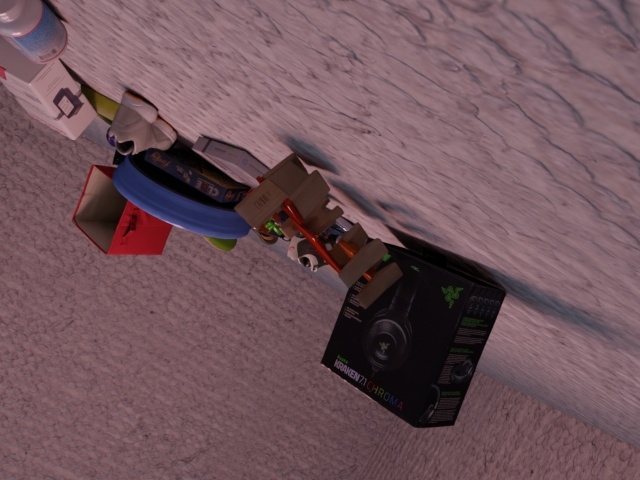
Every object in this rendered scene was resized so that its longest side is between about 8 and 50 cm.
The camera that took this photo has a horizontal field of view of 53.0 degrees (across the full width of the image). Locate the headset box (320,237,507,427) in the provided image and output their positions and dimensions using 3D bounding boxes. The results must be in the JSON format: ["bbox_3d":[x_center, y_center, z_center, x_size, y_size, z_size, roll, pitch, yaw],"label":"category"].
[{"bbox_3d":[0.168,0.154,1.175,0.246,0.283,0.131,27,-172,42],"label":"headset box"}]

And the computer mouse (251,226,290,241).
[{"bbox_3d":[-0.201,-0.066,2.151,0.188,0.072,0.272,22,-178,44],"label":"computer mouse"}]

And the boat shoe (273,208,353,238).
[{"bbox_3d":[-0.010,-0.031,1.393,0.183,0.083,0.065,30,174,11],"label":"boat shoe"}]

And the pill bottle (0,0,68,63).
[{"bbox_3d":[-0.472,-0.351,1.018,0.087,0.087,0.160,30,173,4],"label":"pill bottle"}]

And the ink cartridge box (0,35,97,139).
[{"bbox_3d":[-0.691,-0.379,1.593,0.171,0.100,0.237,29,162,18],"label":"ink cartridge box"}]

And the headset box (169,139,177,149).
[{"bbox_3d":[-0.417,-0.270,1.667,0.083,0.032,0.062,28,174,38],"label":"headset box"}]

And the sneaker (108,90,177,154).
[{"bbox_3d":[-0.416,-0.243,1.467,0.099,0.121,0.262,31,174,8],"label":"sneaker"}]

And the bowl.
[{"bbox_3d":[-0.359,-0.132,1.736,0.391,0.077,0.391,25,-165,-7],"label":"bowl"}]

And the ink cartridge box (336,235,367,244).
[{"bbox_3d":[0.154,0.059,1.505,0.223,0.045,0.224,30,175,15],"label":"ink cartridge box"}]

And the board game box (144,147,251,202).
[{"bbox_3d":[-0.322,-0.175,1.698,0.243,0.042,0.165,30,-168,12],"label":"board game box"}]

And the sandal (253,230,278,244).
[{"bbox_3d":[-0.202,-0.035,2.427,0.049,0.072,0.180,3,156,27],"label":"sandal"}]

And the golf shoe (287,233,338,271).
[{"bbox_3d":[-0.005,0.025,1.673,0.105,0.120,0.273,25,173,34],"label":"golf shoe"}]

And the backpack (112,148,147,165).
[{"bbox_3d":[-0.694,-0.312,2.385,0.120,0.098,0.101,16,-172,34],"label":"backpack"}]

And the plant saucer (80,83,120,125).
[{"bbox_3d":[-0.545,-0.330,1.741,0.188,0.045,0.188,28,173,19],"label":"plant saucer"}]

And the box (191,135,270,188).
[{"bbox_3d":[-0.173,-0.157,1.375,0.186,0.038,0.145,26,173,48],"label":"box"}]

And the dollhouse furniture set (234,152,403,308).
[{"bbox_3d":[-0.022,-0.015,1.110,0.262,0.135,0.259,41,172,42],"label":"dollhouse furniture set"}]

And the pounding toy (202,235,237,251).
[{"bbox_3d":[-0.309,-0.082,1.937,0.237,0.110,0.183,37,-157,-44],"label":"pounding toy"}]

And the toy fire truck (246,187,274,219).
[{"bbox_3d":[-0.134,-0.098,1.623,0.135,0.047,0.192,33,174,-19],"label":"toy fire truck"}]

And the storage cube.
[{"bbox_3d":[-0.531,-0.080,1.777,0.215,0.184,0.193,35,-162,30],"label":"storage cube"}]

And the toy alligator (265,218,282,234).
[{"bbox_3d":[-0.183,-0.079,2.017,0.189,0.056,0.051,36,-147,-39],"label":"toy alligator"}]

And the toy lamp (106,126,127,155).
[{"bbox_3d":[-0.650,-0.329,2.107,0.080,0.080,0.274,31,175,-5],"label":"toy lamp"}]
